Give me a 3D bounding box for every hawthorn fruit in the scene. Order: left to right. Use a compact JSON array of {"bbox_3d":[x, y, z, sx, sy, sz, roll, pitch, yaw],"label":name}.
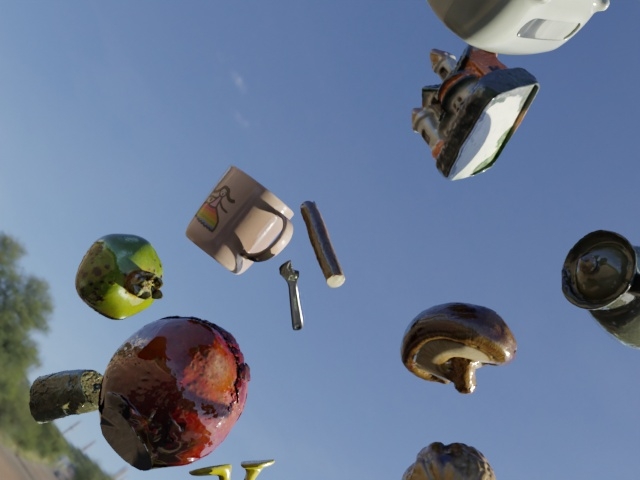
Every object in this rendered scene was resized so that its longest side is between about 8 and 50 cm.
[{"bbox_3d":[-0.289,0.296,1.644,0.316,0.316,0.316,42,-27,27],"label":"hawthorn fruit"}]

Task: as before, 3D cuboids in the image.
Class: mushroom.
[{"bbox_3d":[0.258,0.186,1.614,0.231,0.138,0.194,-19,-59,36],"label":"mushroom"}]

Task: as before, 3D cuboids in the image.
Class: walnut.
[{"bbox_3d":[0.207,0.401,1.367,0.155,0.155,0.184,56,11,0],"label":"walnut"}]

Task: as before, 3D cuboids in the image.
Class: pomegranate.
[{"bbox_3d":[-0.351,0.069,1.522,0.205,0.159,0.159,12,-48,50],"label":"pomegranate"}]

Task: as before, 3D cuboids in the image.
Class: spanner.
[{"bbox_3d":[-0.064,0.129,1.944,0.012,0.046,0.209,-111,-168,-52],"label":"spanner"}]

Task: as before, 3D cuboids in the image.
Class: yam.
[{"bbox_3d":[-0.547,0.333,1.841,0.183,0.107,0.107,-13,-64,22],"label":"yam"},{"bbox_3d":[0.000,0.000,1.840,0.264,0.046,0.046,-111,-172,-46],"label":"yam"}]

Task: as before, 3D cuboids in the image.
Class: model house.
[{"bbox_3d":[0.305,-0.328,1.925,0.301,0.190,0.271,57,-35,29],"label":"model house"}]

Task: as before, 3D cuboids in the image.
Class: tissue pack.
[{"bbox_3d":[0.359,-0.460,1.545,0.236,0.333,0.229,55,-50,23],"label":"tissue pack"}]

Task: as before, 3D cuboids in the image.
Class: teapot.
[{"bbox_3d":[0.652,0.118,1.792,0.285,0.223,0.305,27,24,-34],"label":"teapot"}]

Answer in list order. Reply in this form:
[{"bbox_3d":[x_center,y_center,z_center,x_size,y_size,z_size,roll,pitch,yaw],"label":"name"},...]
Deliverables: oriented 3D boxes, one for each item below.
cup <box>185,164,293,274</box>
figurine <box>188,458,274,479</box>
[{"bbox_3d":[-0.177,-0.029,1.975,0.252,0.200,0.191,33,-7,39],"label":"cup"},{"bbox_3d":[-0.213,0.669,1.848,0.204,0.283,0.339,-12,-98,27],"label":"figurine"}]
